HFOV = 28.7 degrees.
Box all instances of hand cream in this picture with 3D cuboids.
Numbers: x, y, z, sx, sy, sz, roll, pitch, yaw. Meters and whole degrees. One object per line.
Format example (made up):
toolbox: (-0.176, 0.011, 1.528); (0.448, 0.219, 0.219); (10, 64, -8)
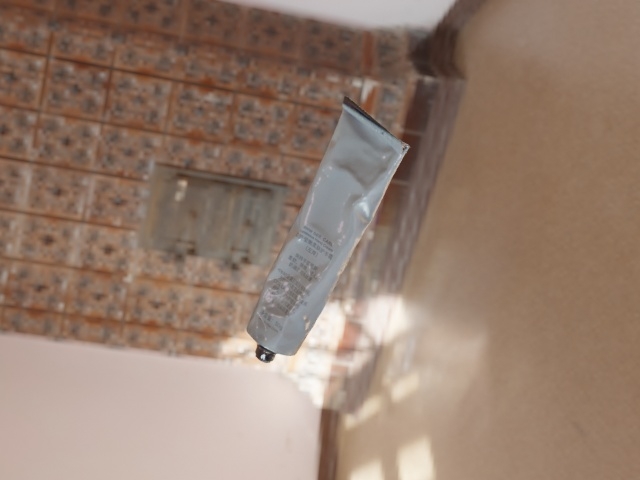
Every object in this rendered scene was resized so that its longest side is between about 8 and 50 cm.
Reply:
hand cream: (0.000, 0.000, 0.418); (0.030, 0.019, 0.093); (37, 107, 33)
